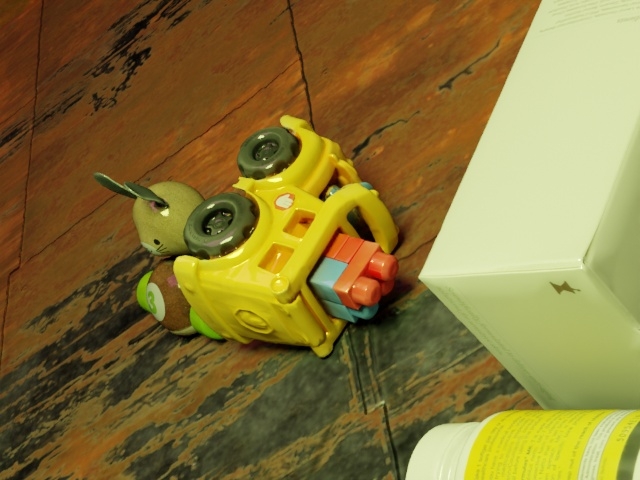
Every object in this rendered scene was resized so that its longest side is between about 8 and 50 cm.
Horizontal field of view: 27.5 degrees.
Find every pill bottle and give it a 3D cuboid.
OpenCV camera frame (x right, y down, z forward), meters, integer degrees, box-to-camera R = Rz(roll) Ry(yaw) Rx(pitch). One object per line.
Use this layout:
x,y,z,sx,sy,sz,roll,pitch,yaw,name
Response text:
0.167,0.175,0.890,0.209,0.119,0.119,-7,48,44,pill bottle

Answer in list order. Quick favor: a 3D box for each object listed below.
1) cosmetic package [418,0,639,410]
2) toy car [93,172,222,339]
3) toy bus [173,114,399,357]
0.245,-0.065,1.009,0.155,0.197,0.365,-5,48,46,cosmetic package
-0.165,-0.003,1.402,0.149,0.188,0.155,-54,33,-15,toy car
0.000,0.000,1.274,0.211,0.149,0.220,11,58,38,toy bus
